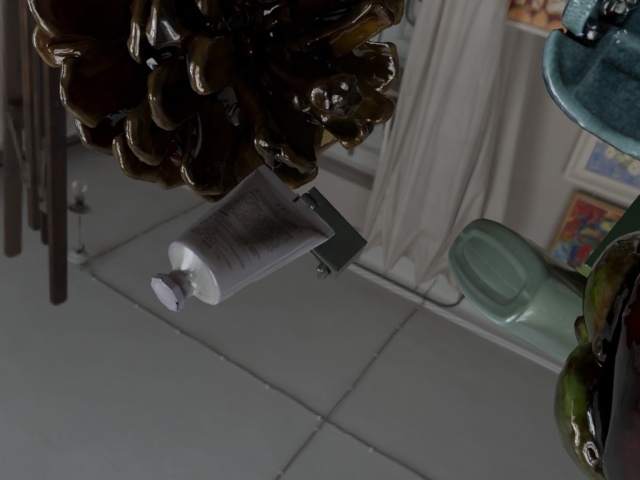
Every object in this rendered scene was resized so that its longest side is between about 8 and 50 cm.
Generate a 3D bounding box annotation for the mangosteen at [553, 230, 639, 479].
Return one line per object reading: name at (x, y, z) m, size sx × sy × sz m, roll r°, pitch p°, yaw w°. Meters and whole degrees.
mangosteen at (0.279, 0.095, 0.334) m, size 0.311 × 0.311 × 0.311 m, roll 10°, pitch -150°, yaw -6°

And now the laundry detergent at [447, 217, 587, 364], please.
laundry detergent at (0.309, 0.089, 0.793) m, size 0.281 × 0.105 × 0.215 m, roll 27°, pitch -166°, yaw -24°

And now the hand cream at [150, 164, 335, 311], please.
hand cream at (-0.064, 0.003, 0.473) m, size 0.084 × 0.053 × 0.142 m, roll 45°, pitch -126°, yaw 9°

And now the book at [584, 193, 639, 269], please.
book at (0.673, -0.029, 1.074) m, size 0.043 × 0.371 × 0.260 m, roll 17°, pitch -157°, yaw -45°

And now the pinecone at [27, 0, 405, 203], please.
pinecone at (-0.078, -0.207, 0.637) m, size 0.385 × 0.384 × 0.384 m, roll 10°, pitch -150°, yaw -6°

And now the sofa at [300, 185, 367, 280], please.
sofa at (0.000, 0.000, 0.692) m, size 0.085 × 0.060 × 0.147 m, roll 48°, pitch 177°, yaw 5°

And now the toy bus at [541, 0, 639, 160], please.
toy bus at (0.232, -0.161, 0.330) m, size 0.121 × 0.265 × 0.120 m, roll 37°, pitch -165°, yaw 15°

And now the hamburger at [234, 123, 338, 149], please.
hamburger at (-0.052, -0.182, 0.932) m, size 0.262 × 0.124 × 0.131 m, roll -26°, pitch -177°, yaw -12°
